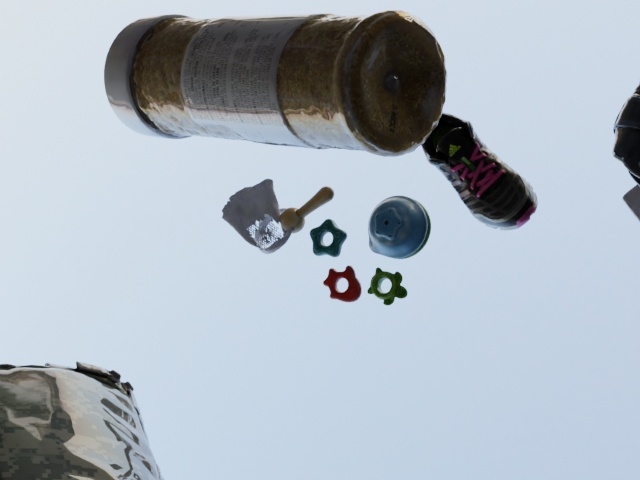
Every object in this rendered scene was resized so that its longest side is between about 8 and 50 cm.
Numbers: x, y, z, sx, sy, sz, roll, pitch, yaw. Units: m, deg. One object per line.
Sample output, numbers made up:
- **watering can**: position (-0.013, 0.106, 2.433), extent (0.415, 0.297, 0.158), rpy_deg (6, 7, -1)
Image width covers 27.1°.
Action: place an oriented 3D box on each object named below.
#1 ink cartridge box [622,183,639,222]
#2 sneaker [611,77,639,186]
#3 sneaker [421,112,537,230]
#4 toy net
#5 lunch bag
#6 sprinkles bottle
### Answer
- **ink cartridge box**: position (0.511, -0.049, 1.589), extent (0.232, 0.189, 0.066), rpy_deg (-41, 168, 24)
- **sneaker**: position (0.364, -0.093, 1.171), extent (0.226, 0.086, 0.163), rpy_deg (26, -97, 43)
- **sneaker**: position (0.147, -0.074, 1.317), extent (0.063, 0.075, 0.170), rpy_deg (-43, -132, 7)
- **toy net**: position (0.000, 0.000, 1.435), extent (0.232, 0.045, 0.122), rpy_deg (9, -93, 26)
- **lunch bag**: position (-0.242, 0.232, 1.057), extent (0.256, 0.212, 0.305), rpy_deg (-15, -156, -14)
- **sprinkles bottle**: position (-0.052, -0.144, 1.191), extent (0.355, 0.121, 0.121), rpy_deg (9, -121, 48)
